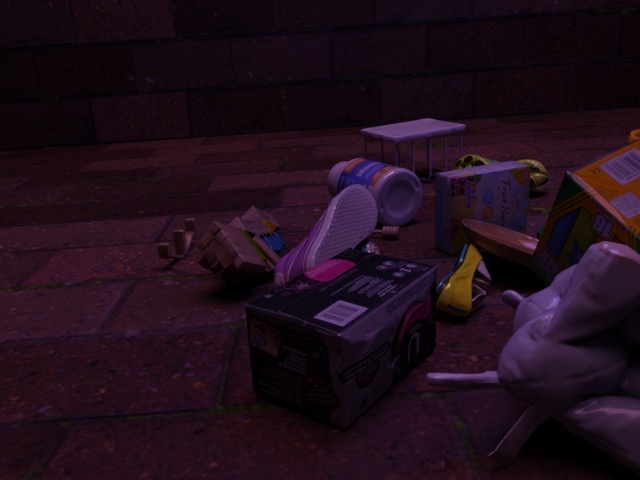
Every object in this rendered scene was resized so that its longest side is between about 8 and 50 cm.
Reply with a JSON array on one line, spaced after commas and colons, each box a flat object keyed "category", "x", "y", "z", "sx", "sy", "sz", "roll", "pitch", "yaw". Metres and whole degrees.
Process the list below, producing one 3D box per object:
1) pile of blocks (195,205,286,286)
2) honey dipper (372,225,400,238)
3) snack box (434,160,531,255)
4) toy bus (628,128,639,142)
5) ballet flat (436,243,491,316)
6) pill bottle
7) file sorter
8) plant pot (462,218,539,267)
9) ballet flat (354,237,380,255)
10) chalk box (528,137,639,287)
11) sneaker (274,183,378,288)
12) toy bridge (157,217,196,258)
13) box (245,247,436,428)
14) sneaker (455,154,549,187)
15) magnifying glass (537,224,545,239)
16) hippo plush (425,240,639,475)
[{"category": "pile of blocks", "x": -0.161, "y": 0.029, "z": 1.268, "sx": 0.112, "sy": 0.149, "sz": 0.362, "roll": -44, "pitch": 1, "yaw": 14}, {"category": "honey dipper", "x": 0.110, "y": -0.021, "z": 1.437, "sx": 0.161, "sy": 0.030, "sz": 0.030, "roll": 1, "pitch": 19, "yaw": 23}, {"category": "snack box", "x": 0.356, "y": -0.075, "z": 1.316, "sx": 0.207, "sy": 0.174, "sz": 0.070, "roll": -12, "pitch": 22, "yaw": -21}, {"category": "toy bus", "x": 0.919, "y": -0.249, "z": 1.668, "sx": 0.149, "sy": 0.211, "sz": 0.220, "roll": -4, "pitch": 17, "yaw": 3}, {"category": "ballet flat", "x": 0.264, "y": 0.075, "z": 1.076, "sx": 0.077, "sy": 0.077, "sz": 0.231, "roll": 25, "pitch": 29, "yaw": 16}, {"category": "pill bottle", "x": 0.130, "y": -0.136, "z": 1.577, "sx": 0.152, "sy": 0.152, "sz": 0.272, "roll": -14, "pitch": 22, "yaw": -27}, {"category": "file sorter", "x": 0.301, "y": -0.286, "z": 1.952, "sx": 0.278, "sy": 0.173, "sz": 0.193, "roll": -14, "pitch": 22, "yaw": -26}, {"category": "plant pot", "x": 0.387, "y": 0.014, "z": 1.173, "sx": 0.236, "sy": 0.032, "sz": 0.236, "roll": 17, "pitch": 13, "yaw": -4}, {"category": "ballet flat", "x": 0.092, "y": 0.066, "z": 1.134, "sx": 0.077, "sy": 0.091, "sz": 0.241, "roll": 26, "pitch": 22, "yaw": -7}, {"category": "chalk box", "x": 0.457, "y": 0.021, "z": 0.909, "sx": 0.180, "sy": 0.289, "sz": 0.179, "roll": -23, "pitch": 53, "yaw": -15}, {"category": "sneaker", "x": -0.001, "y": -0.001, "z": 1.170, "sx": 0.161, "sy": 0.102, "sz": 0.282, "roll": -25, "pitch": 20, "yaw": 45}, {"category": "toy bridge", "x": -0.325, "y": 0.005, "z": 1.387, "sx": 0.026, "sy": 0.063, "sz": 0.188, "roll": 0, "pitch": 20, "yaw": 9}, {"category": "box", "x": 0.040, "y": 0.125, "z": 0.845, "sx": 0.163, "sy": 0.142, "sz": 0.247, "roll": 12, "pitch": 25, "yaw": 36}, {"category": "sneaker", "x": 0.531, "y": -0.189, "z": 1.770, "sx": 0.295, "sy": 0.109, "sz": 0.123, "roll": 13, "pitch": 4, "yaw": 43}, {"category": "magnifying glass", "x": 0.581, "y": -0.033, "z": 1.390, "sx": 0.092, "sy": 0.026, "sz": 0.231, "roll": 14, "pitch": 27, "yaw": 42}, {"category": "hippo plush", "x": 0.327, "y": 0.144, "z": 0.727, "sx": 0.294, "sy": 0.234, "sz": 0.236, "roll": -42, "pitch": -10, "yaw": 14}]
